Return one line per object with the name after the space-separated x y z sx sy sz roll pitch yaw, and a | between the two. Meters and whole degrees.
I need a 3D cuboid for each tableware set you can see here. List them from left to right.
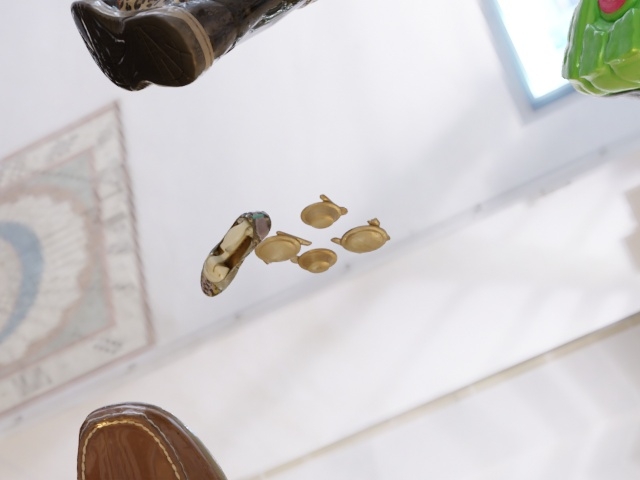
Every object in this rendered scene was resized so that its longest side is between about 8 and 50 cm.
0.000 0.000 1.968 0.141 0.169 0.020 28 -137 -43 | tableware set

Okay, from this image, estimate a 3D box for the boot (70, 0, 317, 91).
-0.161 -0.329 2.001 0.377 0.284 0.138 13 134 59 | boot

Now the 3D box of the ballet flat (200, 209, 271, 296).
-0.096 0.013 1.491 0.041 0.114 0.041 33 -157 -16 | ballet flat

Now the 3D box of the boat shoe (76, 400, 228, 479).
-0.103 0.272 1.025 0.116 0.123 0.324 -22 -85 -84 | boat shoe

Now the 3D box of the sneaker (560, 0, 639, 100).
0.313 -0.150 0.999 0.202 0.185 0.483 23 -176 -16 | sneaker
